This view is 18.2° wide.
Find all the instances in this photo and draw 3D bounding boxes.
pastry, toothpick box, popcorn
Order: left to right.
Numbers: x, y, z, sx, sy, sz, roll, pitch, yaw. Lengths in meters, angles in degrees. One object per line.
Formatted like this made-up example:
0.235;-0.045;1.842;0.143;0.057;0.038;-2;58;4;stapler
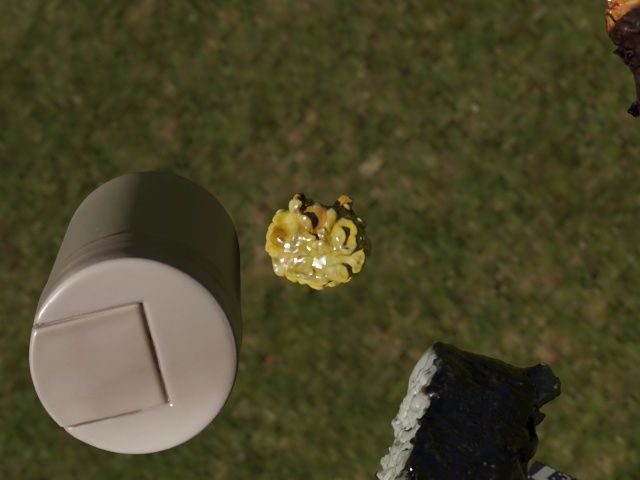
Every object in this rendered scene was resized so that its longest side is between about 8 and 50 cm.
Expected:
-0.098;0.035;1.105;0.111;0.111;0.180;-41;14;11;toothpick box
0.000;0.000;1.570;0.083;0.082;0.057;-56;-11;16;popcorn
0.284;-0.162;1.608;0.087;0.063;0.169;-23;65;29;pastry

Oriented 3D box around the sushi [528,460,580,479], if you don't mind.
0.266;0.307;1.693;0.279;0.043;0.192;24;37;15;sushi

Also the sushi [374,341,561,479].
0.099;0.184;1.495;0.212;0.115;0.147;-72;8;-53;sushi
